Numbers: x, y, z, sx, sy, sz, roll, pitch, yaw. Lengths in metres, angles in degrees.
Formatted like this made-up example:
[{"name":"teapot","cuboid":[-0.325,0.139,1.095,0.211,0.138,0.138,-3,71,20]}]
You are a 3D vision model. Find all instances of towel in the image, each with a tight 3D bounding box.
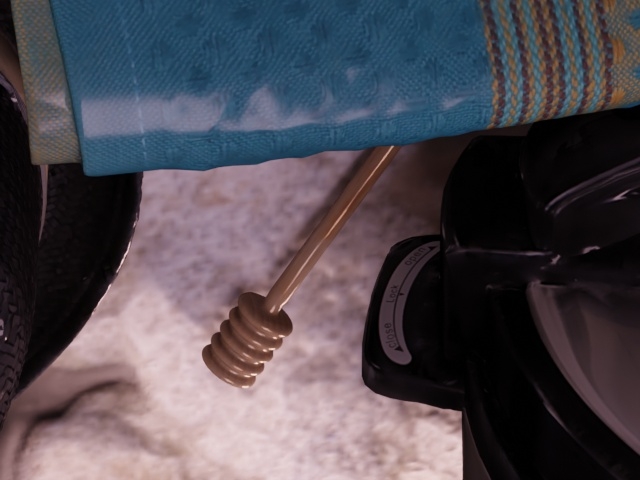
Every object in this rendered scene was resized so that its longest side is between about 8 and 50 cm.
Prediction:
[{"name":"towel","cuboid":[0.075,-0.172,0.445,0.370,0.040,0.271,-9,89,-15]}]

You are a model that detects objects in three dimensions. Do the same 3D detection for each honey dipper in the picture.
[{"name":"honey dipper","cuboid":[0.000,0.000,0.667,0.030,0.030,0.161,23,112,-34]}]

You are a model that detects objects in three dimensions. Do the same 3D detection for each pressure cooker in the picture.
[{"name":"pressure cooker","cuboid":[0.233,0.099,0.615,0.370,0.375,0.420,-23,134,-21]}]

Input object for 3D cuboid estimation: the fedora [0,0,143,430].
[{"name":"fedora","cuboid":[-0.217,0.036,0.529,0.334,0.152,0.334,-10,130,-13]}]
